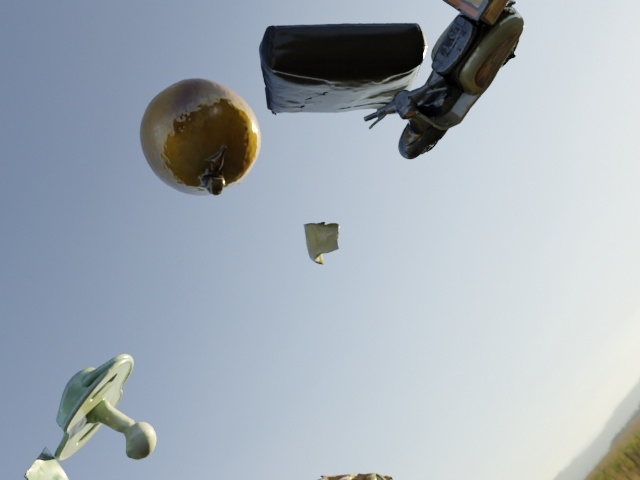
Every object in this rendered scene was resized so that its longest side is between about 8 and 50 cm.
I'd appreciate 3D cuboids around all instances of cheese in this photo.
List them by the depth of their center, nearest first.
[{"bbox_3d":[-0.001,0.000,0.967,0.041,0.060,0.084,2,-15,-25],"label":"cheese"}]

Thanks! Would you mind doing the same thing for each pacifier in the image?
[{"bbox_3d":[-0.231,0.197,0.730,0.150,0.116,0.127,-61,-6,33],"label":"pacifier"}]

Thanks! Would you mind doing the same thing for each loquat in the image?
[{"bbox_3d":[-0.320,-0.262,1.787,0.328,0.360,0.328,-16,-35,-12],"label":"loquat"}]

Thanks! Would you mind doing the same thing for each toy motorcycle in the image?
[{"bbox_3d":[0.171,-0.226,0.884,0.157,0.091,0.263,2,-54,-54],"label":"toy motorcycle"}]

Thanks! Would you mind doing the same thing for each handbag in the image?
[{"bbox_3d":[0.030,-0.250,1.011,0.246,0.080,0.223,-1,-12,-1],"label":"handbag"}]

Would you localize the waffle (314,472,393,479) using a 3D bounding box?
[{"bbox_3d":[0.005,0.301,0.761,0.148,0.051,0.194,-1,-21,-15],"label":"waffle"}]

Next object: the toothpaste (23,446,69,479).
[{"bbox_3d":[-0.241,0.363,0.694,0.048,0.297,0.075,-21,9,-4],"label":"toothpaste"}]
